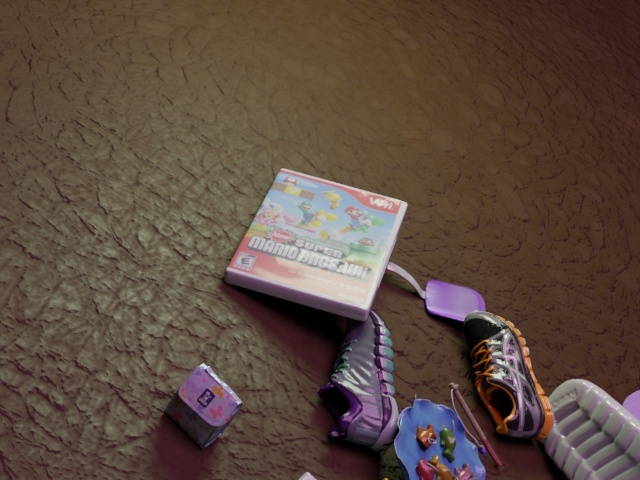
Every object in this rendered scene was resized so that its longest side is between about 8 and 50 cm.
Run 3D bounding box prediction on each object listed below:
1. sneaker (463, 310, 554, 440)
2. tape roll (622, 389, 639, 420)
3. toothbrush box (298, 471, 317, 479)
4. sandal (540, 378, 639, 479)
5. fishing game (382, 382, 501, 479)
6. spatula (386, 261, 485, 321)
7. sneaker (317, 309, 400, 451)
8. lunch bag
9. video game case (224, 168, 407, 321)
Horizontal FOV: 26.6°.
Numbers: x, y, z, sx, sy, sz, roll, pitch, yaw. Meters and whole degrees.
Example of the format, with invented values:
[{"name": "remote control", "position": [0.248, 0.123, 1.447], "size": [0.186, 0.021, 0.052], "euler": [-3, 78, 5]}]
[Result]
[{"name": "sneaker", "position": [0.257, 0.192, 1.951], "size": [0.083, 0.084, 0.215], "euler": [-2, 51, -35]}, {"name": "tape roll", "position": [0.568, 0.305, 1.961], "size": [0.275, 0.090, 0.275], "euler": [5, 18, -1]}, {"name": "toothbrush box", "position": [0.019, 0.414, 1.389], "size": [0.283, 0.206, 0.122], "euler": [39, 36, 5]}, {"name": "sandal", "position": [0.441, 0.338, 1.827], "size": [0.102, 0.169, 0.416], "euler": [22, 26, -36]}, {"name": "fishing game", "position": [0.165, 0.287, 1.753], "size": [0.189, 0.041, 0.264], "euler": [59, 32, -3]}, {"name": "spatula", "position": [0.115, 0.050, 2.034], "size": [0.296, 0.030, 0.084], "euler": [26, 36, -13]}, {"name": "sneaker", "position": [0.042, 0.172, 1.794], "size": [0.098, 0.083, 0.223], "euler": [12, 42, -22]}, {"name": "lunch bag", "position": [-0.137, 0.195, 1.613], "size": [0.071, 0.083, 0.053], "euler": [44, 36, 10]}, {"name": "video game case", "position": [0.000, 0.000, 1.944], "size": [0.204, 0.025, 0.285], "euler": [15, 35, 6]}]
